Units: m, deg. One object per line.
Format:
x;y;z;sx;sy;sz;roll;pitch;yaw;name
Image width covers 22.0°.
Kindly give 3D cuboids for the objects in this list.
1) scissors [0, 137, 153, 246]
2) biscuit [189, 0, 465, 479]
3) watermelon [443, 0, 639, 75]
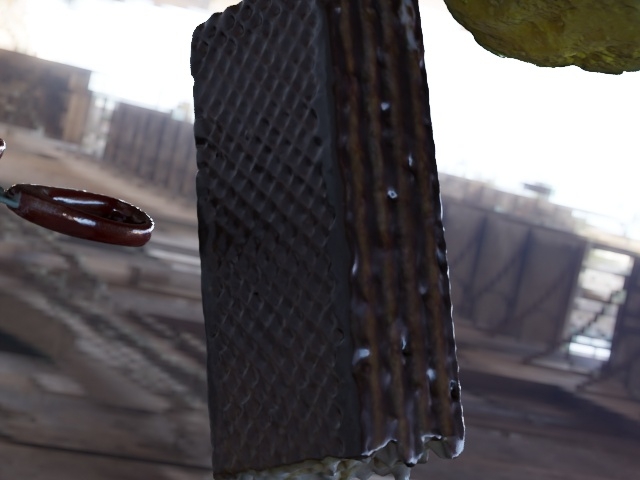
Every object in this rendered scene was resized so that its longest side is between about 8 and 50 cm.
-0.189;-0.032;0.753;0.144;0.248;0.017;26;-80;23;scissors
0.000;0.000;0.773;0.106;0.070;0.252;-19;-111;46;biscuit
0.208;-0.214;1.288;0.232;0.204;0.127;-13;-122;60;watermelon
